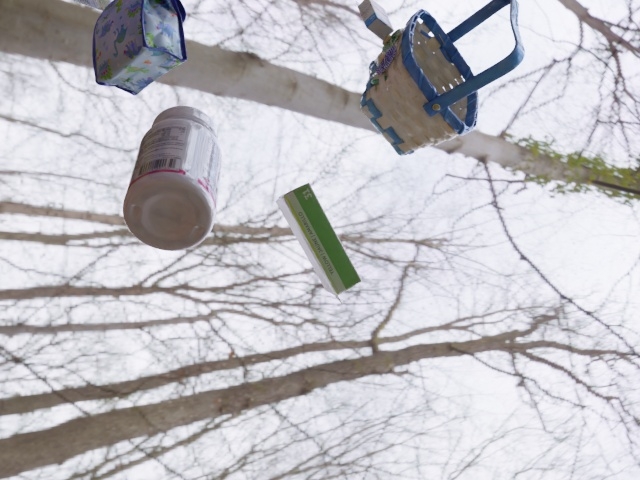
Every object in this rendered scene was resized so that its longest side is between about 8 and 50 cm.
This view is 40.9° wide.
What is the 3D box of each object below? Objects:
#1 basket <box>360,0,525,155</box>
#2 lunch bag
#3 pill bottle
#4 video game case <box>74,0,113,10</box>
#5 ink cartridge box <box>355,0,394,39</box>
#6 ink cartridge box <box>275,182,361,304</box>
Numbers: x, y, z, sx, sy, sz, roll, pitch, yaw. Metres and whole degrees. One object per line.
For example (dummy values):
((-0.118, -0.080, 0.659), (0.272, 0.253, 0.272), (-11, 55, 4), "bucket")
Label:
((0.216, -0.293, 1.469), (0.289, 0.201, 0.255), (-27, -153, 26), "basket")
((-0.268, -0.310, 1.262), (0.128, 0.096, 0.151), (-24, -112, 36), "lunch bag")
((-0.263, -0.124, 1.578), (0.160, 0.160, 0.283), (-41, -152, 25), "pill bottle")
((-0.484, -0.501, 1.601), (0.193, 0.212, 0.023), (19, -99, -2), "video game case")
((0.096, -0.401, 1.528), (0.028, 0.048, 0.083), (-40, -134, 26), "ink cartridge box")
((0.000, 0.000, 1.263), (0.056, 0.235, 0.171), (-29, -86, -6), "ink cartridge box")
